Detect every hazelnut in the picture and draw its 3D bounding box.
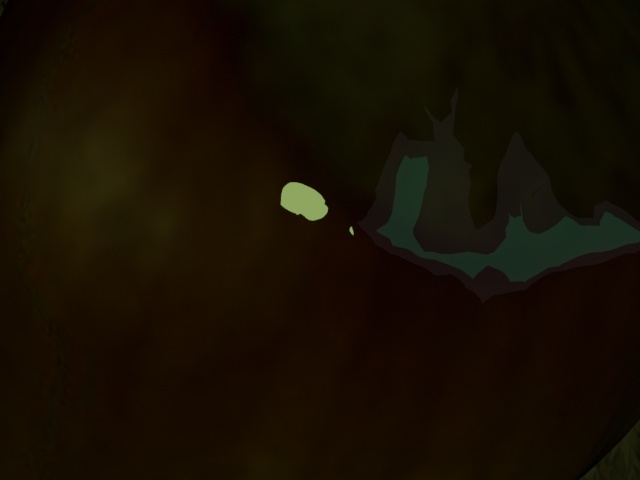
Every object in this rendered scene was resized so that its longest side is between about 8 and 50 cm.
[{"bbox_3d":[0.003,-0.007,0.864,0.366,0.366,0.366,-4,95,-57],"label":"hazelnut"}]
